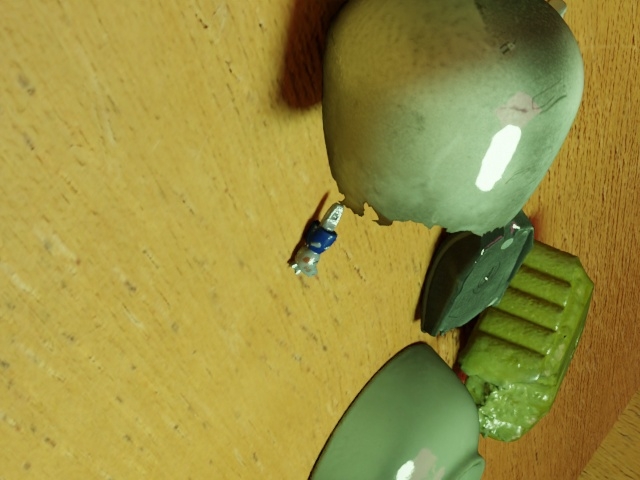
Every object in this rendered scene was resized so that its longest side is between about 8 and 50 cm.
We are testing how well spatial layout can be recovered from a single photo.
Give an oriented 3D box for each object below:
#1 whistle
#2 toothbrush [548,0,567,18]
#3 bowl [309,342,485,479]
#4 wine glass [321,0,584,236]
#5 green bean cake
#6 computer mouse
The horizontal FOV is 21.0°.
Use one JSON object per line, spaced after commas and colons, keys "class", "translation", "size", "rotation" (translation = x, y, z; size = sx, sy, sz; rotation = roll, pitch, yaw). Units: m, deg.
{"class": "whistle", "translation": [0.000, 0.000, 1.691], "size": [0.033, 0.029, 0.083], "rotation": [20, 108, -36]}
{"class": "toothbrush", "translation": [0.168, -0.148, 1.872], "size": [0.342, 0.025, 0.030], "rotation": [-49, 159, -25]}
{"class": "bowl", "translation": [0.116, 0.289, 2.189], "size": [0.289, 0.146, 0.289], "rotation": [-47, 157, -27]}
{"class": "wine glass", "translation": [0.120, -0.179, 1.449], "size": [0.238, 0.238, 0.323], "rotation": [-26, 132, -54]}
{"class": "green bean cake", "translation": [0.272, 0.141, 2.316], "size": [0.236, 0.124, 0.233], "rotation": [86, 29, -63]}
{"class": "computer mouse", "translation": [0.179, 0.031, 2.085], "size": [0.126, 0.071, 0.231], "rotation": [-26, 153, -33]}
